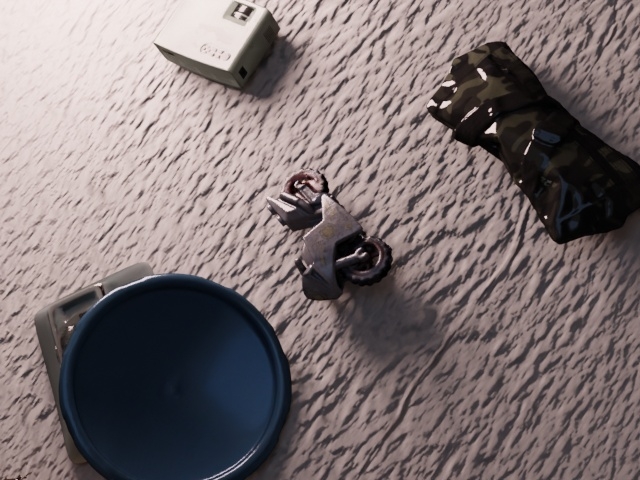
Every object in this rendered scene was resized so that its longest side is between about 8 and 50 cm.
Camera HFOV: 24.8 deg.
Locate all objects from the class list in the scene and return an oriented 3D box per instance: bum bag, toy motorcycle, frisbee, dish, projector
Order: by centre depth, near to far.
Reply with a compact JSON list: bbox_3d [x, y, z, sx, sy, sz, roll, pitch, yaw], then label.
[{"bbox_3d":[-0.181,0.183,1.814,0.289,0.049,0.290,3,72,-9],"label":"frisbee"},{"bbox_3d":[0.264,-0.127,1.819,0.144,0.095,0.340,-31,58,-14],"label":"bum bag"},{"bbox_3d":[0.000,0.000,1.867,0.122,0.080,0.215,-39,53,-4],"label":"toy motorcycle"},{"bbox_3d":[-0.287,0.146,1.899,0.182,0.080,0.243,-26,58,7],"label":"dish"},{"bbox_3d":[-0.146,-0.291,2.073,0.147,0.061,0.115,24,76,29],"label":"projector"}]

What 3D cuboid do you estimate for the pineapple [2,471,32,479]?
[{"bbox_3d":[-0.415,0.399,1.821,0.224,0.076,0.225,-7,63,14],"label":"pineapple"}]
